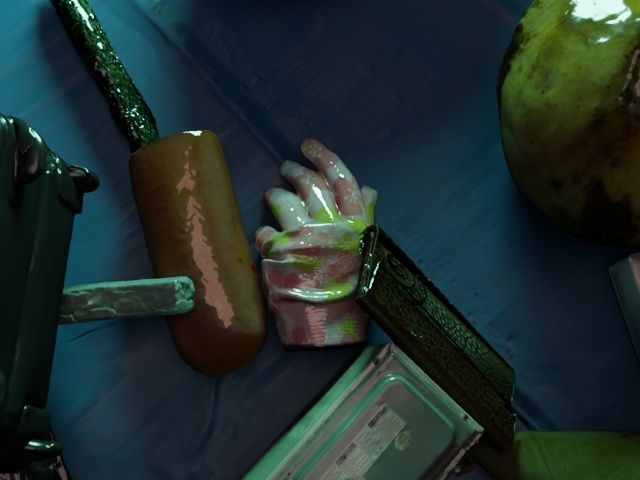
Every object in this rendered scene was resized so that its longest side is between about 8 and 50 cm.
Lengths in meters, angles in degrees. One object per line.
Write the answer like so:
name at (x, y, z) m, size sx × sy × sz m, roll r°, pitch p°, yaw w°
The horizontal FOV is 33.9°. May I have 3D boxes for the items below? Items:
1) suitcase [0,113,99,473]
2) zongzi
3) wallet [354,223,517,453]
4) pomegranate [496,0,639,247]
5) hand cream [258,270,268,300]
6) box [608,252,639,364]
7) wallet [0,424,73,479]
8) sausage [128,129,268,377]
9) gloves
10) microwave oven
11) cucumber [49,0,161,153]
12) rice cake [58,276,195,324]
suitcase at (-0.413, 0.052, 1.034) m, size 0.339 × 0.188 × 0.345 m, roll -3°, pitch 71°, yaw 18°
zongzi at (0.345, 0.260, 0.955) m, size 0.418 × 0.447 × 0.181 m, roll 16°, pitch 83°, yaw 3°
wallet at (0.124, 0.099, 1.087) m, size 0.039 × 0.133 × 0.243 m, roll -33°, pitch 113°, yaw 27°
pomegranate at (0.339, -0.146, 1.122) m, size 0.322 × 0.322 × 0.322 m, roll 1°, pitch 77°, yaw -4°
hand cream at (-0.035, 0.074, 1.177) m, size 0.035 × 0.022 × 0.102 m, roll -38°, pitch 78°, yaw -16°
box at (0.426, 0.098, 1.180) m, size 0.139 × 0.073 × 0.194 m, roll -14°, pitch 78°, yaw -8°
wallet at (-0.425, 0.270, 1.091) m, size 0.323 × 0.041 × 0.247 m, roll -25°, pitch 79°, yaw -4°
sausage at (-0.129, 0.018, 1.135) m, size 0.113 × 0.113 × 0.259 m, roll -14°, pitch 81°, yaw -8°
gloves at (0.000, -0.002, 1.145) m, size 0.145 × 0.126 × 0.241 m, roll -4°, pitch 81°, yaw -4°
microwave oven at (0.026, 0.237, 1.055) m, size 0.145 × 0.194 × 0.240 m, roll 45°, pitch 77°, yaw -4°
cucumber at (-0.251, -0.204, 1.209) m, size 0.044 × 0.043 × 0.256 m, roll -28°, pitch 80°, yaw -15°
rice cake at (-0.247, 0.067, 1.100) m, size 0.245 × 0.045 × 0.042 m, roll -8°, pitch 89°, yaw 19°
